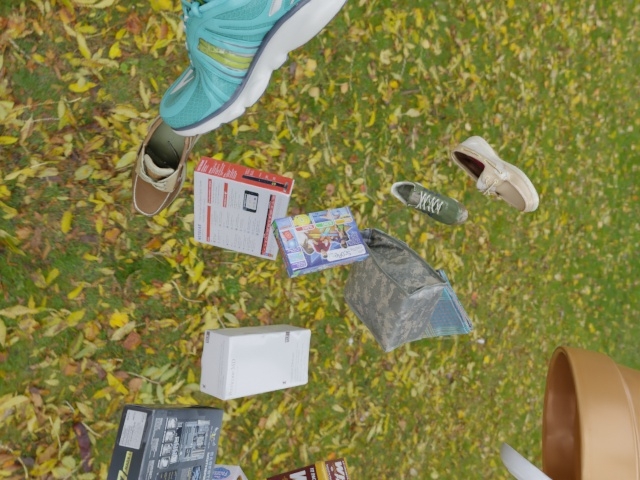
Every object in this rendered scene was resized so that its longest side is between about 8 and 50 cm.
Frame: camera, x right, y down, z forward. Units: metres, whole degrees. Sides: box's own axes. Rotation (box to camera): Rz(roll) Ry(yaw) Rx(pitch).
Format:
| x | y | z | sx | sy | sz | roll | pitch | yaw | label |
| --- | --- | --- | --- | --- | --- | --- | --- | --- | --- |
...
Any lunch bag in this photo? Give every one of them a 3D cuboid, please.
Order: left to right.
| x | y | z | sx | sy | sz | roll | pitch | yaw | label |
| --- | --- | --- | --- | --- | --- | --- | --- | --- | --- |
| 0.185 | 0.126 | 1.294 | 0.169 | 0.287 | 0.235 | -13 | 133 | -29 | lunch bag |

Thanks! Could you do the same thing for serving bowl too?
| x | y | z | sx | sy | sz | roll | pitch | yaw | label |
| --- | --- | --- | --- | --- | --- | --- | --- | --- | --- |
| 0.272 | 0.307 | 0.602 | 0.083 | 0.083 | 0.027 | 41 | 84 | -35 | serving bowl |

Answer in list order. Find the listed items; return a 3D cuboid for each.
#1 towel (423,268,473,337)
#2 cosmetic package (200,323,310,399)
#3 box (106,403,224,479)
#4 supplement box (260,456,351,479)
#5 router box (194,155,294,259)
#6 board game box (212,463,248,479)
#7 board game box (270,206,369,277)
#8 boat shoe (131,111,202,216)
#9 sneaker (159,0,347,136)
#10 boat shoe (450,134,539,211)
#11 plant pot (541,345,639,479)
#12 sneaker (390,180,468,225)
| x | y | z | sx | sy | sz | roll | pitch | yaw | label |
| --- | --- | --- | --- | --- | --- | --- | --- | --- | --- |
| 0.313 | 0.248 | 1.605 | 0.271 | 0.370 | 0.040 | 56 | 39 | -19 | towel |
| -0.224 | 0.421 | 1.629 | 0.385 | 0.156 | 0.217 | 4 | 88 | -49 | cosmetic package |
| -0.229 | 0.361 | 0.659 | 0.183 | 0.059 | 0.232 | 43 | 51 | -62 | box |
| -0.029 | 0.710 | 1.284 | 0.191 | 0.194 | 0.129 | 41 | 29 | -59 | supplement box |
| -0.265 | -0.097 | 1.525 | 0.301 | 0.335 | 0.082 | 15 | 48 | -4 | router box |
| -0.346 | 0.819 | 1.437 | 0.066 | 0.318 | 0.318 | -68 | 144 | -52 | board game box |
| 0.000 | 0.000 | 1.062 | 0.201 | 0.035 | 0.136 | -11 | 69 | -27 | board game box |
| -0.356 | -0.178 | 1.007 | 0.123 | 0.324 | 0.119 | 26 | 33 | -12 | boat shoe |
| -0.092 | -0.213 | 0.449 | 0.110 | 0.275 | 0.107 | 16 | 49 | -41 | sneaker |
| 0.277 | -0.102 | 0.741 | 0.059 | 0.170 | 0.063 | -25 | 145 | -12 | boat shoe |
| 0.439 | 0.304 | 0.631 | 0.291 | 0.204 | 0.290 | 3 | 90 | -73 | plant pot |
| 0.238 | -0.087 | 1.044 | 0.086 | 0.192 | 0.064 | 3 | 115 | -37 | sneaker |
